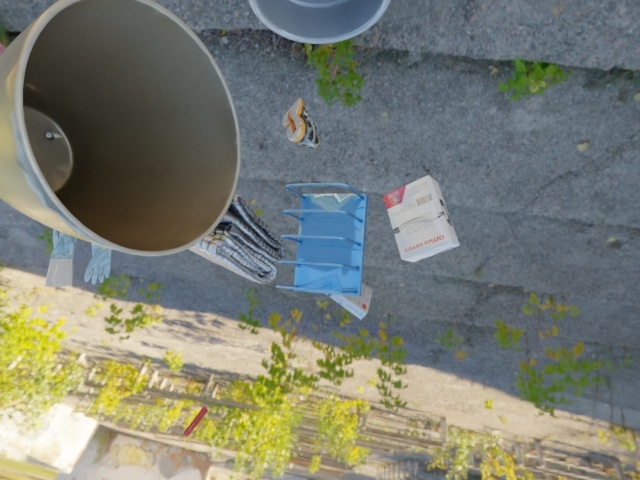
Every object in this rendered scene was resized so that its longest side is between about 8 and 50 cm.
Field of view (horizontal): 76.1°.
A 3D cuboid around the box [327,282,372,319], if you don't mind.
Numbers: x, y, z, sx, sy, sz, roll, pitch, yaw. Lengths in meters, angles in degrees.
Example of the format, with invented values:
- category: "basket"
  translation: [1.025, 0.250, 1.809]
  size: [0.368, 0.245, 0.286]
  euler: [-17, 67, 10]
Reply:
- category: "box"
  translation: [0.085, 0.163, 1.383]
  size: [0.186, 0.145, 0.038]
  euler: [35, 119, -4]

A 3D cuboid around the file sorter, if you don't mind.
- category: "file sorter"
  translation: [0.000, 0.000, 0.654]
  size: [0.118, 0.170, 0.104]
  euler: [2, 175, 22]

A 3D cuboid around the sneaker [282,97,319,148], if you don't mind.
- category: "sneaker"
  translation: [-0.054, -0.336, 1.191]
  size: [0.083, 0.215, 0.084]
  euler: [27, 127, -30]

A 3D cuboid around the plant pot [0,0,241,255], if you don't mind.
- category: "plant pot"
  translation: [-0.284, -0.114, 0.482]
  size: [0.274, 0.256, 0.256]
  euler: [1, 139, 29]

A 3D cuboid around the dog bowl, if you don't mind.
- category: "dog bowl"
  translation: [-0.002, -0.556, 0.862]
  size: [0.349, 0.102, 0.349]
  euler: [0, 168, 0]

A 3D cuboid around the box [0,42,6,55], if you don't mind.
- category: "box"
  translation: [-0.837, -0.332, 1.030]
  size: [0.154, 0.300, 0.142]
  euler: [-15, 161, -1]

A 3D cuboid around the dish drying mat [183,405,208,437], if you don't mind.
- category: "dish drying mat"
  translation: [-0.330, 0.480, 1.083]
  size: [0.008, 0.083, 0.032]
  euler: [23, 146, 23]

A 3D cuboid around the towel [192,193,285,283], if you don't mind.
- category: "towel"
  translation: [-0.225, -0.023, 0.880]
  size: [0.235, 0.121, 0.283]
  euler: [21, 167, 23]

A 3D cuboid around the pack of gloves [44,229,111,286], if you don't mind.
- category: "pack of gloves"
  translation: [-0.799, 0.043, 1.378]
  size: [0.195, 0.232, 0.046]
  euler: [-2, 162, -7]

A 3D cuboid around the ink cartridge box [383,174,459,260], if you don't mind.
- category: "ink cartridge box"
  translation: [0.330, -0.066, 1.348]
  size: [0.172, 0.237, 0.100]
  euler: [-24, 159, 29]
